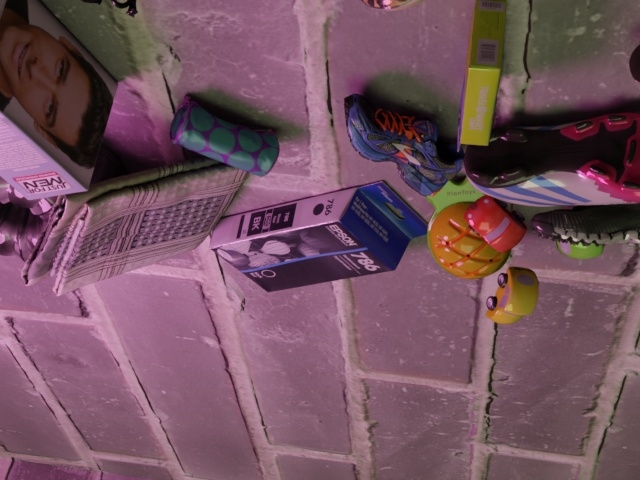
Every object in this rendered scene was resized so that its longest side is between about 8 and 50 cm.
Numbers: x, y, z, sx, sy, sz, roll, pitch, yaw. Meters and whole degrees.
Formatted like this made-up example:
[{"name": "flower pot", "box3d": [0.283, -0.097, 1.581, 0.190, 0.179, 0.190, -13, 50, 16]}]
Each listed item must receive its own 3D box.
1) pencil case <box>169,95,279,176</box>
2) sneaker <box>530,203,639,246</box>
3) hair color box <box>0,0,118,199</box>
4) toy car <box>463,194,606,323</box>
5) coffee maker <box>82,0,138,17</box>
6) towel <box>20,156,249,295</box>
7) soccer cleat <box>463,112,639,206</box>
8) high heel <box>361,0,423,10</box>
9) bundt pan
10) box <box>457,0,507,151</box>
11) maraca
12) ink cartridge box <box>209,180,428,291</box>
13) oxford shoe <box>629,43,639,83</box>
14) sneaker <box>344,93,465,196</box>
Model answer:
[{"name": "pencil case", "box3d": [-0.136, -0.146, 1.786, 0.151, 0.070, 0.064, 19, -175, -20]}, {"name": "sneaker", "box3d": [0.407, -0.043, 1.749, 0.234, 0.106, 0.078, 2, -179, -6]}, {"name": "hair color box", "box3d": [-0.426, -0.231, 1.609, 0.113, 0.185, 0.374, -7, 147, 27]}, {"name": "toy car", "box3d": [0.335, 0.013, 1.824, 0.225, 0.053, 0.239, -20, 127, -4]}, {"name": "coffee maker", "box3d": [-0.212, -0.347, 1.431, 0.178, 0.120, 0.171, -10, 168, 34]}, {"name": "towel", "box3d": [-0.277, -0.021, 1.899, 0.324, 0.056, 0.312, -15, 163, -30]}, {"name": "soccer cleat", "box3d": [0.357, -0.101, 1.666, 0.331, 0.116, 0.143, 4, 169, 27]}, {"name": "high heel", "box3d": [0.094, -0.353, 1.374, 0.261, 0.093, 0.186, 7, 123, 57]}, {"name": "bundt pan", "box3d": [-0.472, -0.068, 1.979, 0.330, 0.124, 0.331, 8, 152, 4]}, {"name": "box", "box3d": [0.197, -0.198, 1.538, 0.042, 0.109, 0.178, 6, 151, 5]}, {"name": "maraca", "box3d": [0.219, -0.020, 1.866, 0.127, 0.099, 0.186, -8, 123, 11]}, {"name": "ink cartridge box", "box3d": [0.000, 0.000, 2.004, 0.332, 0.065, 0.165, -13, 142, 35]}, {"name": "oxford shoe", "box3d": [0.468, -0.233, 1.449, 0.212, 0.076, 0.076, -16, 172, 35]}, {"name": "sneaker", "box3d": [0.115, -0.144, 1.711, 0.087, 0.083, 0.221, -31, 137, 33]}]
